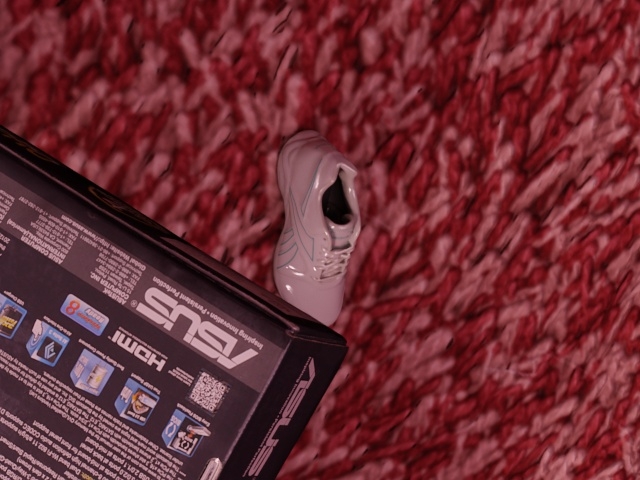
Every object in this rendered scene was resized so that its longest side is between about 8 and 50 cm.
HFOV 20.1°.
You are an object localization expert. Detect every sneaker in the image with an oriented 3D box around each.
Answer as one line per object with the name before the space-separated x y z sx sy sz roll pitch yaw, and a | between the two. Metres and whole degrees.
sneaker | 0.000 0.000 1.303 0.054 0.061 0.152 -17 119 -28

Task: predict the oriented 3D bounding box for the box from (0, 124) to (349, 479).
box | -0.229 0.088 0.961 0.318 0.395 0.097 -61 160 2
